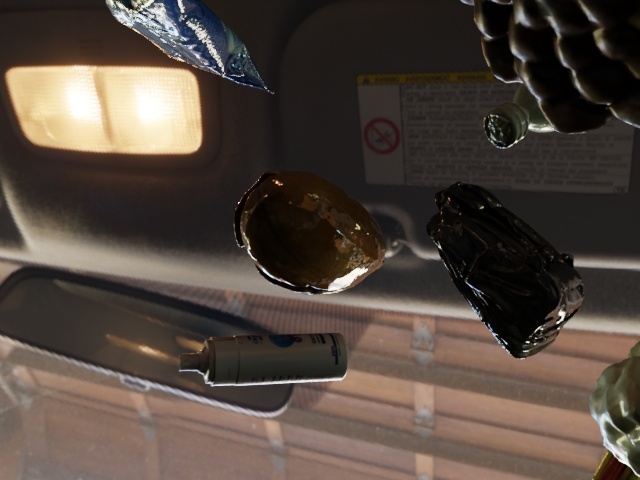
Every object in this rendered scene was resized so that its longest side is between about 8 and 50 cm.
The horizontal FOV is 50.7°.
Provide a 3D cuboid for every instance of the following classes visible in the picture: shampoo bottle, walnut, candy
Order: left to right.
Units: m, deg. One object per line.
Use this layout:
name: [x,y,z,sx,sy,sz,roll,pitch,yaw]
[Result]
candy: [-0.188,-0.282,0.862,0.187,0.077,0.331,29,0,23]
shampoo bottle: [-0.104,0.216,1.232,0.303,0.092,0.092,2,-39,-18]
walnut: [0.000,0.000,1.191,0.209,0.209,0.336,-23,-35,39]

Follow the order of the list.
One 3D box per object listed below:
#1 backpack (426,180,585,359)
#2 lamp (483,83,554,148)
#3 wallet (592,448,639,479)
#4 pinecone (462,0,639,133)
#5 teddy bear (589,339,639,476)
backpack: [0.255,0.022,0.948,0.258,0.206,0.133,50,-60,24]
lamp: [0.341,-0.213,1.082,0.106,0.193,0.106,34,-40,35]
wallet: [0.447,0.295,0.933,0.067,0.141,0.241,30,-3,35]
pinecone: [0.187,-0.187,0.376,0.264,0.264,0.264,13,-44,13]
teddy bear: [0.273,0.330,0.514,0.375,0.327,0.362,45,-66,23]
